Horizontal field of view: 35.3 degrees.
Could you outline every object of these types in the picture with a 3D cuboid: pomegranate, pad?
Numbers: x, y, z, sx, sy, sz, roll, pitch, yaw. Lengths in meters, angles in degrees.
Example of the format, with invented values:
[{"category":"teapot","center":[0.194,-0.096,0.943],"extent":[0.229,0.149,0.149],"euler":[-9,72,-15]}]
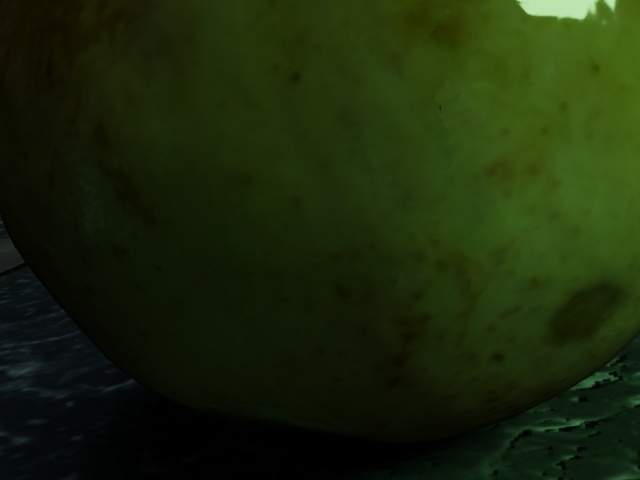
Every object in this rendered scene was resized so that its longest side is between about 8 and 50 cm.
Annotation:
[{"category":"pomegranate","center":[0.019,-0.049,0.476],"extent":[0.338,0.338,0.338],"euler":[-7,12,2]},{"category":"pad","center":[-0.327,0.026,0.948],"extent":[0.113,0.006,0.188],"euler":[0,16,27]}]
